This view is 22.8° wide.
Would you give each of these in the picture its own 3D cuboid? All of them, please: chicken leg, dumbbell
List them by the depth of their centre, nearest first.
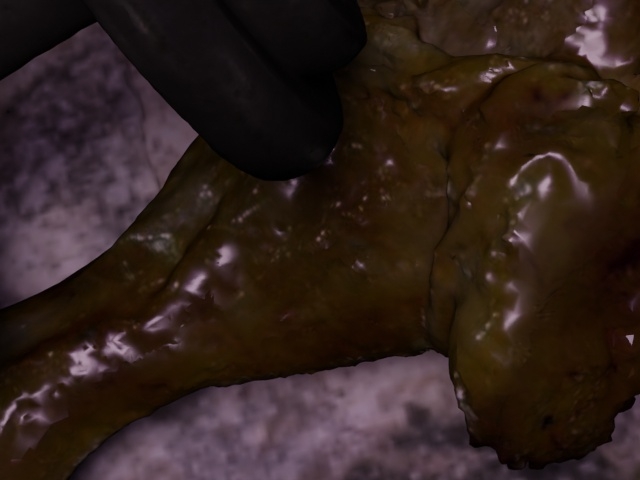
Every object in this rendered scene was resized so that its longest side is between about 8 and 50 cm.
[{"bbox_3d":[-0.109,-0.067,0.473,0.290,0.192,0.192,-31,77,11],"label":"dumbbell"},{"bbox_3d":[0.015,0.006,0.573,0.361,0.140,0.211,-44,58,4],"label":"chicken leg"}]
